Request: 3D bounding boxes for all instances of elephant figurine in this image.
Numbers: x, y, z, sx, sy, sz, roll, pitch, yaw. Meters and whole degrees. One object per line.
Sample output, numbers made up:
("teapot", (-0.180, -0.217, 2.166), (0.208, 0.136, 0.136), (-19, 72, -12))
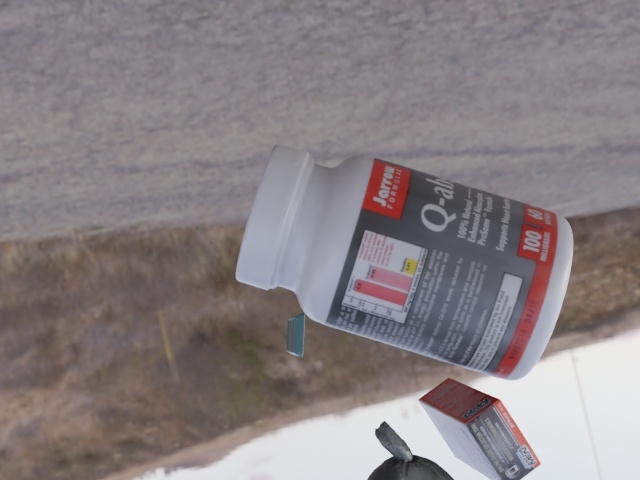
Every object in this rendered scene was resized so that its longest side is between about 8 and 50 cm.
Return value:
("elephant figurine", (0.083, 0.347, 1.222), (0.169, 0.186, 0.239), (24, 151, -4))

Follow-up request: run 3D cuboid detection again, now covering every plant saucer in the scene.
("plant saucer", (-0.040, 0.148, 1.706), (0.018, 0.067, 0.192), (3, 175, -6))

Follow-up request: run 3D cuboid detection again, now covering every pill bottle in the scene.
("pill bottle", (0.095, 0.019, 1.295), (0.363, 0.210, 0.210), (17, 176, 0))

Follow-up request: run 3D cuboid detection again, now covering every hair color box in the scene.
("hair color box", (0.182, 0.221, 1.268), (0.053, 0.093, 0.167), (-34, -171, -9))
